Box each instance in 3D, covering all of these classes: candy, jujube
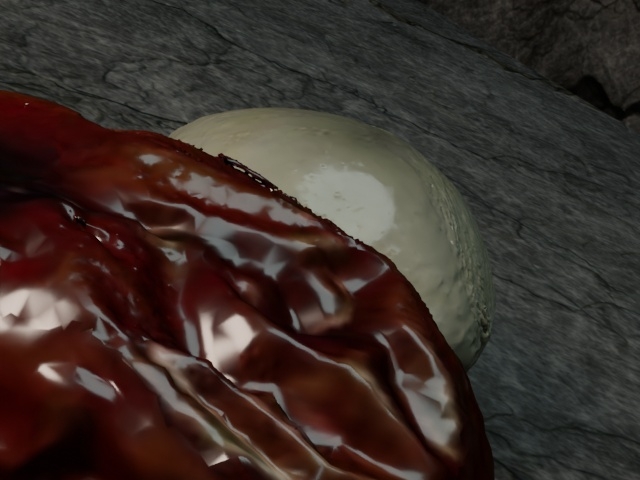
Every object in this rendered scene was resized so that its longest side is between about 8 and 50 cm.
[{"bbox_3d":[0.000,0.000,1.124,0.296,0.185,0.295,18,24,-8],"label":"candy"},{"bbox_3d":[-0.115,0.078,0.664,0.377,0.276,0.276,31,20,5],"label":"jujube"}]
